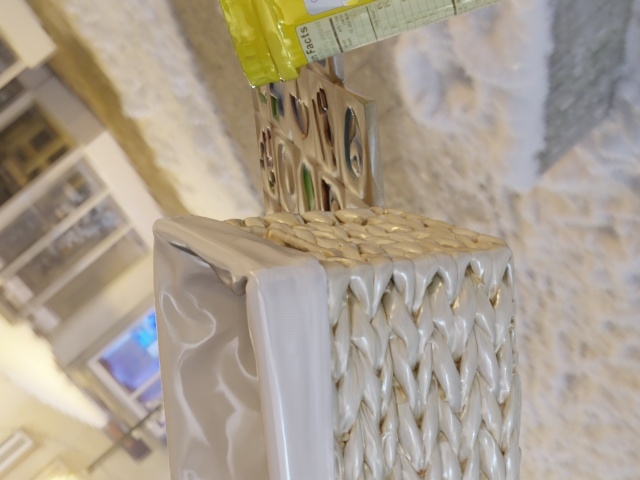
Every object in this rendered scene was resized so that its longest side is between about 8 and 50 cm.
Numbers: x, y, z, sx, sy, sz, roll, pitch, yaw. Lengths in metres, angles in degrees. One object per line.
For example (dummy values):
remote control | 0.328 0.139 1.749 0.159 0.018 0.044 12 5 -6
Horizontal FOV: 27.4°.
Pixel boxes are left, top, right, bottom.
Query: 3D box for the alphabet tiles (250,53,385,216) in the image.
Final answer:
alphabet tiles | 0.000 0.000 0.818 0.285 0.011 0.343 -135 37 -68

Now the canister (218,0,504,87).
canister | 0.030 -0.155 0.609 0.073 0.169 0.126 -86 -21 -75

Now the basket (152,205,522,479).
basket | 0.007 0.072 0.483 0.113 0.103 0.167 -159 62 -63
